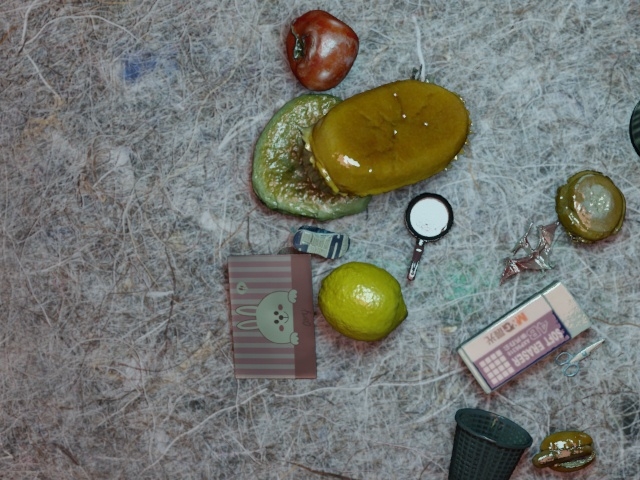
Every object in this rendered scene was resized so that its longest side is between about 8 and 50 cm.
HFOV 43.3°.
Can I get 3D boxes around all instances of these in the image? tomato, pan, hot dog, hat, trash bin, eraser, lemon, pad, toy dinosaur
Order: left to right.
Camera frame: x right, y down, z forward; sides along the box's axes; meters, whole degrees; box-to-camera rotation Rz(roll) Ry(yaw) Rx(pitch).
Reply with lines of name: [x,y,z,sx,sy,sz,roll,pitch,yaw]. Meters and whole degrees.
pad: [-0.113,0.180,1.889,0.202,0.005,0.300,-1,98,7]
hat: [-0.074,0.057,1.894,0.058,0.042,0.087,-17,86,6]
tomato: [0.002,-0.435,1.849,0.187,0.151,0.187,8,100,48]
lemon: [0.093,0.135,1.807,0.180,0.180,0.193,-41,82,4]
pan: [0.238,-0.007,1.857,0.114,0.040,0.212,16,83,6]
trash bin: [0.362,0.480,1.779,0.175,0.175,0.161,15,102,7]
eraser: [0.452,0.215,1.805,0.279,0.081,0.124,-35,84,5]
toy dinosaur: [0.485,0.028,1.832,0.220,0.032,0.108,-44,80,-6]
hot dog: [0.542,0.472,1.799,0.140,0.060,0.090,-4,84,11]

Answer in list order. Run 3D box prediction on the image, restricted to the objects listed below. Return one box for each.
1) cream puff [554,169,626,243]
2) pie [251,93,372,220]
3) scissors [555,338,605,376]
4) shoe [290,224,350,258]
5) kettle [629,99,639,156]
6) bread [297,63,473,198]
cream puff: [0.590,-0.072,1.779,0.150,0.115,0.165,18,82,0]
pie: [-0.007,-0.193,1.882,0.323,0.070,0.324,-1,84,6]
scissors: [0.591,0.256,1.820,0.119,0.014,0.058,-37,85,8]
shoe: [0.000,0.000,1.873,0.142,0.071,0.064,8,110,-18]
kettle: [0.793,-0.272,1.680,0.207,0.271,0.251,36,94,7]
bread: [0.151,-0.220,1.753,0.388,0.183,0.236,-28,92,-18]
